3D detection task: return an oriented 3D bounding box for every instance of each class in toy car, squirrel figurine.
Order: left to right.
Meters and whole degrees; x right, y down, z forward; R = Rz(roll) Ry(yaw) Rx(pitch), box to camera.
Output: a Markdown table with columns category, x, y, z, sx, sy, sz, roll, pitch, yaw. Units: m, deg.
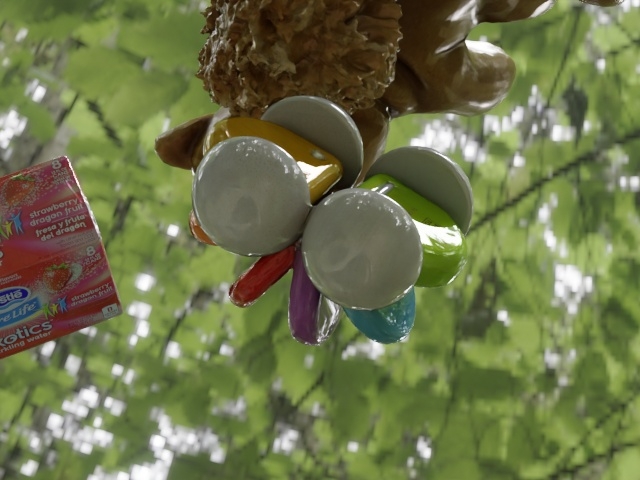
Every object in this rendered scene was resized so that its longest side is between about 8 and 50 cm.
| category | x | y | z | sx | sy | sz | roll | pitch | yaw |
| --- | --- | --- | --- | --- | --- | --- | --- | --- | --- |
| toy car | 0.000 | 0.000 | 1.132 | 0.182 | 0.159 | 0.136 | 25 | -65 | 12 |
| squirrel figurine | 0.006 | -0.174 | 1.436 | 0.281 | 0.397 | 0.370 | 41 | -81 | 22 |

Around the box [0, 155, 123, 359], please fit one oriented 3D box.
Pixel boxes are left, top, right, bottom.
| category | x | y | z | sx | sy | sz | roll | pitch | yaw |
| --- | --- | --- | --- | --- | --- | --- | --- | --- | --- |
| box | -0.335 | 0.037 | 1.733 | 0.257 | 0.122 | 0.128 | -21 | -36 | -8 |
